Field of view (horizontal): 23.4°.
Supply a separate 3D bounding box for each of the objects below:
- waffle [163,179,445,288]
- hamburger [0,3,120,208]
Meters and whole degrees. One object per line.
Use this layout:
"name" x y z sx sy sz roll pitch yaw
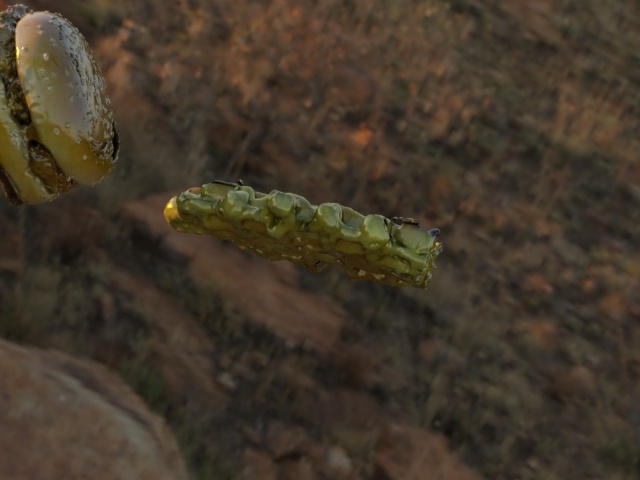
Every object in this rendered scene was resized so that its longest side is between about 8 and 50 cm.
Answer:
"waffle" 0.001 -0.004 1.555 0.307 0.060 0.312 15 -5 -25
"hamburger" -0.266 -0.136 1.477 0.182 0.118 0.191 75 -3 -78
